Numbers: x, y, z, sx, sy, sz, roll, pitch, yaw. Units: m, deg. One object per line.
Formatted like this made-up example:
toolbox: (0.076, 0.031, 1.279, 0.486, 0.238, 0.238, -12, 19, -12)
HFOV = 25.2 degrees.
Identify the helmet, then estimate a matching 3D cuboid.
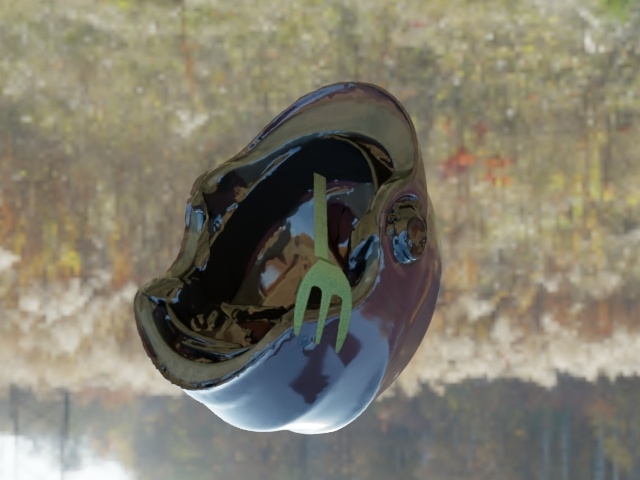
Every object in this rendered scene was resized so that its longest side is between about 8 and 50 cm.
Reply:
helmet: (-0.002, 0.038, 1.351, 0.271, 0.338, 0.197, 5, 144, 44)

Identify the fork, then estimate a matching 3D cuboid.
fork: (0.001, -0.001, 0.965, 0.039, 0.021, 0.235, 27, -154, -14)
